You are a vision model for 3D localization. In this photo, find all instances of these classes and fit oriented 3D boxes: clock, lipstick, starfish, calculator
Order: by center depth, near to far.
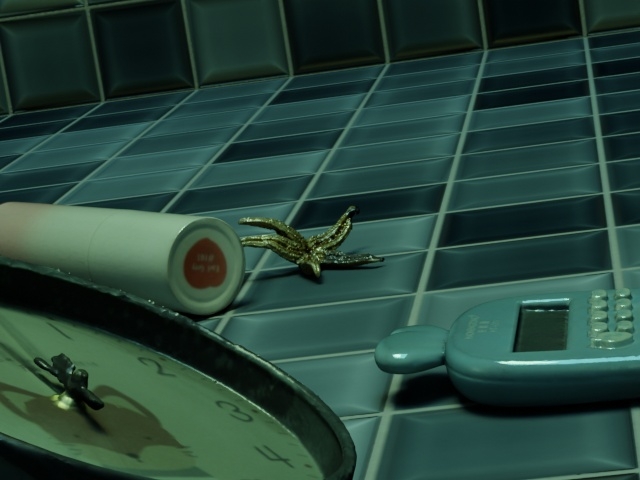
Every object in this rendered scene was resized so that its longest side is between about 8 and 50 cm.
[{"bbox_3d":[-0.135,0.093,1.039,0.325,0.067,0.325,20,12,-4],"label":"clock"},{"bbox_3d":[0.189,0.070,1.333,0.302,0.042,0.188,-6,13,10],"label":"calculator"},{"bbox_3d":[-0.201,0.013,1.782,0.087,0.087,0.327,-18,15,-38],"label":"lipstick"},{"bbox_3d":[0.001,0.005,1.793,0.133,0.041,0.130,27,33,23],"label":"starfish"}]
